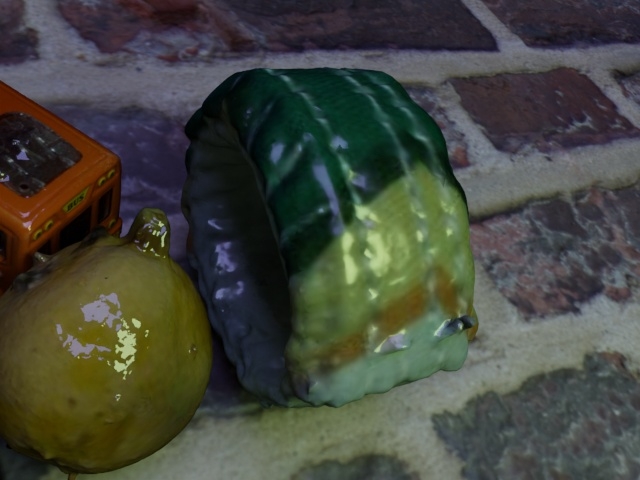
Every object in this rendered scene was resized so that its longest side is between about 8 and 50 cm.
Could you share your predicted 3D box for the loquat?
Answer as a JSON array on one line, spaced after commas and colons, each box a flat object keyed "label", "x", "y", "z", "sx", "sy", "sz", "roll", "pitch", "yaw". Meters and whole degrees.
[{"label": "loquat", "x": -0.156, "y": 0.072, "z": 0.492, "sx": 0.149, "sy": 0.205, "sz": 0.172, "roll": 20, "pitch": 6, "yaw": 28}]

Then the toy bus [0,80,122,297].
[{"label": "toy bus", "x": -0.332, "y": -0.083, "z": 0.558, "sx": 0.329, "sy": 0.153, "sz": 0.143, "roll": 32, "pitch": 48, "yaw": 6}]

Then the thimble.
[{"label": "thimble", "x": 0.000, "y": 0.000, "z": 0.559, "sx": 0.167, "sy": 0.254, "sz": 0.288, "roll": -11, "pitch": 55, "yaw": -28}]
